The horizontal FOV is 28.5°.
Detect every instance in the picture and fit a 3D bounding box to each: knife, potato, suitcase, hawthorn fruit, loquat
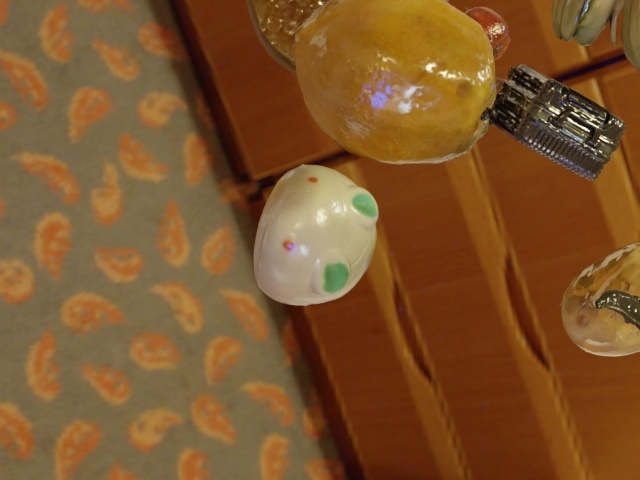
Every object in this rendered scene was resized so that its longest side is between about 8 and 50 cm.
[{"bbox_3d":[0.356,0.120,1.316,0.222,0.021,0.045,45,67,-25],"label":"knife"},{"bbox_3d":[0.347,0.065,1.392,0.109,0.178,0.118,-15,82,-55],"label":"potato"},{"bbox_3d":[0.184,-0.094,0.998,0.086,0.126,0.059,27,101,-11],"label":"suitcase"},{"bbox_3d":[0.240,-0.313,1.906,0.093,0.093,0.093,12,71,-40],"label":"hawthorn fruit"},{"bbox_3d":[0.081,-0.164,1.276,0.234,0.187,0.176,21,96,-4],"label":"loquat"}]

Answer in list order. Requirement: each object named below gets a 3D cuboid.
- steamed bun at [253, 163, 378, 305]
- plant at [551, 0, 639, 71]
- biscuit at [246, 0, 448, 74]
[{"bbox_3d":[0.000,0.000,1.583,0.130,0.228,0.177,22,74,11],"label":"steamed bun"},{"bbox_3d":[0.236,-0.266,0.862,0.306,0.297,0.261,60,24,16],"label":"plant"},{"bbox_3d":[0.057,-0.416,1.812,0.070,0.350,0.394,48,45,-82],"label":"biscuit"}]
